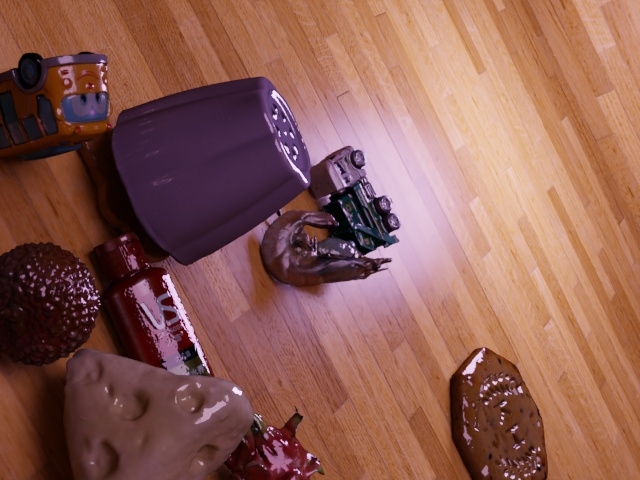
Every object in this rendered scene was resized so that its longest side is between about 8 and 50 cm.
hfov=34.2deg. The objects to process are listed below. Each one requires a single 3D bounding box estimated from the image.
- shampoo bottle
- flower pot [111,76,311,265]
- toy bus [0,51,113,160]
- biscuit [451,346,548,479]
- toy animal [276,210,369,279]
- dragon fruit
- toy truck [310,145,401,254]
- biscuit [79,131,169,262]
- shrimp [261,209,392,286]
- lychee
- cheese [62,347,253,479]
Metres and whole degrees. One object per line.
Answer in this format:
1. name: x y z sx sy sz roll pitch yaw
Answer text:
1. shampoo bottle: -0.245 0.141 1.566 0.118 0.076 0.314 -24 91 -38
2. flower pot: -0.153 -0.121 1.622 0.265 0.243 0.265 -20 90 -78
3. toy bus: -0.387 -0.186 1.458 0.126 0.209 0.136 -17 96 -55
4. biscuit: 0.396 0.407 2.270 0.359 0.046 0.359 29 50 -41
5. toy animal: -0.006 0.006 1.961 0.253 0.070 0.079 35 26 -23
6. dragon fruit: -0.083 0.328 1.607 0.137 0.135 0.236 -36 118 -47
7. toy truck: 0.058 -0.068 2.041 0.116 0.110 0.216 -32 98 -42
8. biscuit: -0.299 -0.076 1.649 0.144 0.040 0.236 -14 83 -49
9. shrimp: 0.013 0.014 1.905 0.251 0.052 0.144 3 76 -23
10. lychee: -0.372 0.085 1.361 0.165 0.165 0.197 60 19 -10
11. cheese: -0.224 0.281 1.381 0.174 0.251 0.248 75 21 -69
